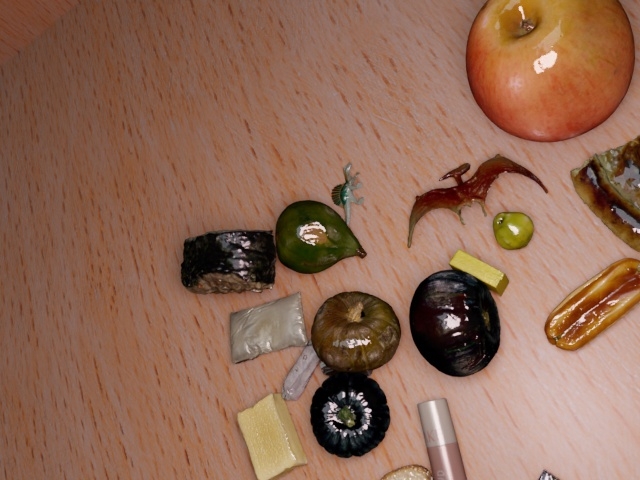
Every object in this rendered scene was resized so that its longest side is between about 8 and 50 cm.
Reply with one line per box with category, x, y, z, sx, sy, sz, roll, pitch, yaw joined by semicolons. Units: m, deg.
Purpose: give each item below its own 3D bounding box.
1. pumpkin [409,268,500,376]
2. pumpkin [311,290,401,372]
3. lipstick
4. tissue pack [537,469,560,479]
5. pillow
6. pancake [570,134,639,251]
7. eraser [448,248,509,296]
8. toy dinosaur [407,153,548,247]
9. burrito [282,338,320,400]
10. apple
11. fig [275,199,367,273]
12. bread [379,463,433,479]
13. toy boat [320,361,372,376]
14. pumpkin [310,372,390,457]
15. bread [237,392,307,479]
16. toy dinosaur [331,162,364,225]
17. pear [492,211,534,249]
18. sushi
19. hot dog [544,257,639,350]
pumpkin;0.293;0.180;1.182;0.163;0.233;0.233;-13;67;34
pumpkin;0.083;0.209;1.283;0.219;0.162;0.219;-3;38;2
lipstick;0.272;0.479;1.180;0.070;0.070;0.254;-19;66;19
tissue pack;0.496;0.582;1.039;0.235;0.073;0.173;28;87;30
pillow;-0.143;0.238;1.471;0.229;0.050;0.148;-18;72;16
pancake;0.767;-0.092;1.143;0.305;0.067;0.427;-43;59;4
eraser;0.367;0.075;1.257;0.122;0.097;0.045;31;87;28
toy dinosaur;0.353;-0.089;1.332;0.327;0.113;0.206;-40;34;-4
burrito;-0.037;0.318;1.387;0.064;0.064;0.203;30;88;30
apple;0.508;-0.414;1.223;0.364;0.364;0.364;-8;70;23
fig;0.000;0.000;1.430;0.245;0.195;0.195;15;77;-7
bread;0.198;0.565;1.205;0.129;0.044;0.126;-22;72;14
toy boat;0.064;0.305;1.350;0.140;0.059;0.066;-8;41;21
pumpkin;0.066;0.403;1.267;0.194;0.150;0.194;-19;44;19
bread;-0.124;0.495;1.364;0.125;0.068;0.188;-33;63;12
toy dinosaur;0.068;-0.123;1.502;0.106;0.044;0.187;23;96;43
pear;0.440;-0.023;1.255;0.097;0.092;0.092;33;88;1
sushi;-0.250;0.061;1.462;0.350;0.211;0.171;-9;83;50
hot dog;0.583;0.136;1.151;0.249;0.068;0.100;-41;71;10
